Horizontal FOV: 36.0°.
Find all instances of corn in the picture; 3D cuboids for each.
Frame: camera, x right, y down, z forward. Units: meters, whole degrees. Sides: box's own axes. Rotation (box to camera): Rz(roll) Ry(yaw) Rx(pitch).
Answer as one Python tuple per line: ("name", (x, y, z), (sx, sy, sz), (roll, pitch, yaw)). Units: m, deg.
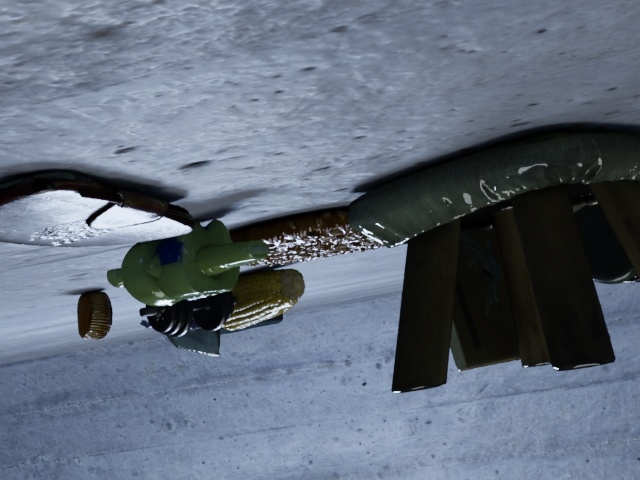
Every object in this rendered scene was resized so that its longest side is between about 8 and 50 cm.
("corn", (-0.124, 0.107, 1.814), (0.097, 0.097, 0.261), (-3, 170, -44))

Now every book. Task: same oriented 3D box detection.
("book", (0.250, 0.045, 1.272), (0.310, 0.217, 0.021), (-3, 162, -42))

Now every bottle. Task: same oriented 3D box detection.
("bottle", (0.495, 0.002, 1.586), (0.156, 0.143, 0.271), (27, -163, 32))

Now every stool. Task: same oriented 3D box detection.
("stool", (0.228, 0.026, 1.049), (0.310, 0.226, 0.310), (-2, 170, -40))

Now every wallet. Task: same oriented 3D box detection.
("wallet", (-0.211, -0.020, 0.854), (0.137, 0.031, 0.255), (-11, 173, 17))

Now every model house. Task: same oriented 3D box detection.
("model house", (-0.273, 0.176, 2.032), (0.106, 0.165, 0.152), (-25, 178, -12))

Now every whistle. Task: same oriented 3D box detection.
("whistle", (-0.146, 0.025, 1.103), (0.227, 0.085, 0.105), (-14, 173, 43))

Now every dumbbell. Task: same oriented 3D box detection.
("dumbbell", (-0.224, 0.113, 1.698), (0.099, 0.099, 0.208), (-15, 172, 42))

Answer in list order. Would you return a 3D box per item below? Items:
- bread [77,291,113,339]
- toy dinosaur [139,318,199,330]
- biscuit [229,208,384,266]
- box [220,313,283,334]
("bread", (-0.378, 0.127, 1.674), (0.053, 0.085, 0.085), (4, 168, -30))
("toy dinosaur", (-0.258, 0.138, 1.941), (0.197, 0.080, 0.045), (-9, 171, -7))
("biscuit", (0.000, 0.000, 1.300), (0.305, 0.038, 0.305), (-9, 174, -1))
("box", (-0.184, 0.150, 2.118), (0.144, 0.090, 0.201), (-4, 171, -45))
